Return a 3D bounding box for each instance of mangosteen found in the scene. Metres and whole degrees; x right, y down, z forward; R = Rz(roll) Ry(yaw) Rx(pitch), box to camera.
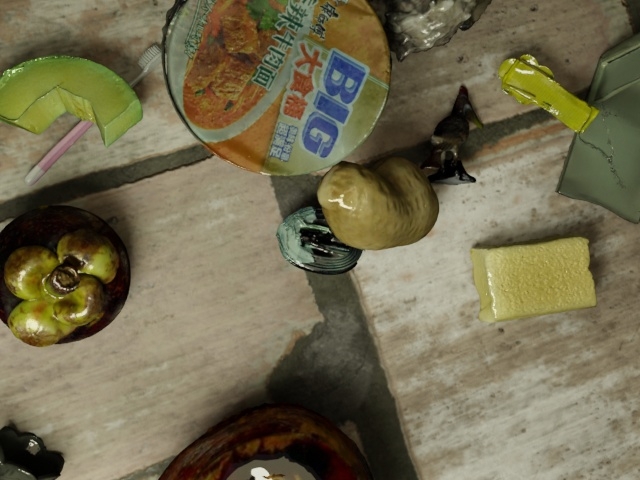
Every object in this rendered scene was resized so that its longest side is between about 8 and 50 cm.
[{"bbox_3d":[-0.351,0.048,0.821,0.192,0.217,0.192,0,91,-16],"label":"mangosteen"}]

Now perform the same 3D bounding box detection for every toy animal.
[{"bbox_3d":[0.212,-0.167,0.981,0.105,0.070,0.202,45,57,-40],"label":"toy animal"}]

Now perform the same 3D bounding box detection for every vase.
[{"bbox_3d":[-0.478,0.390,0.858,0.115,0.115,0.237,38,86,-7],"label":"vase"}]

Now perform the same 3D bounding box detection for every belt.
[{"bbox_3d":[0.000,0.000,0.955,0.140,0.058,0.105,9,85,-8],"label":"belt"}]

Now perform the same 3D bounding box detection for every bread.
[{"bbox_3d":[0.346,0.060,1.004,0.188,0.068,0.125,-8,91,-8],"label":"bread"}]

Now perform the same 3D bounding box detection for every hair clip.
[{"bbox_3d":[0.370,-0.242,1.004,0.173,0.046,0.072,35,109,13],"label":"hair clip"}]

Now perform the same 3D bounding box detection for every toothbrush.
[{"bbox_3d":[-0.340,-0.190,0.924,0.025,0.020,0.286,42,83,2],"label":"toothbrush"}]

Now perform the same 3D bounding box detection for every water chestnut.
[{"bbox_3d":[-0.068,0.403,0.817,0.350,0.302,0.350,1,85,-11],"label":"water chestnut"}]

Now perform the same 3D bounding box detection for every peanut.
[{"bbox_3d":[0.083,-0.054,0.888,0.253,0.122,0.137,-11,102,-53],"label":"peanut"}]

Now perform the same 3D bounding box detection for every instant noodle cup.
[{"bbox_3d":[-0.066,-0.220,0.869,0.296,0.214,0.296,0,89,-9],"label":"instant noodle cup"}]

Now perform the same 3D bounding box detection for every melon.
[{"bbox_3d":[-0.361,-0.199,0.886,0.209,0.064,0.118,16,76,2],"label":"melon"}]

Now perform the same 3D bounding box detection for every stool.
[{"bbox_3d":[0.536,-0.180,0.948,0.170,0.243,0.269,21,86,-8],"label":"stool"}]

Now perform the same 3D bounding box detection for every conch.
[{"bbox_3d":[0.174,-0.387,0.902,0.313,0.241,0.186,-32,108,-21],"label":"conch"}]
